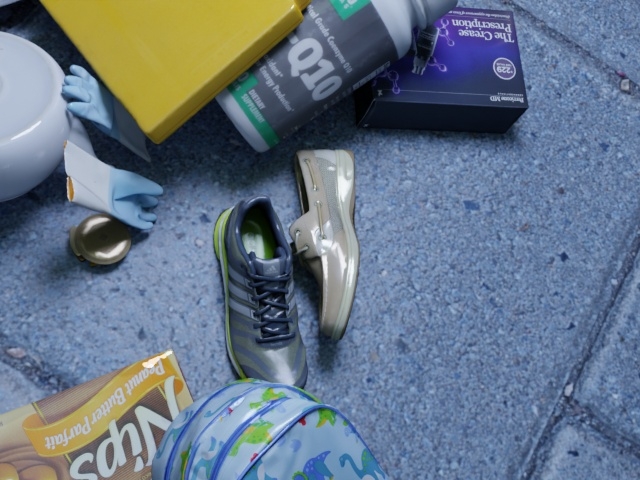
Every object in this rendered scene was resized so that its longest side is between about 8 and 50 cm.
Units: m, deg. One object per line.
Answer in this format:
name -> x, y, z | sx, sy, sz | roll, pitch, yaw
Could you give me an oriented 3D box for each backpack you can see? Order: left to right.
backpack -> -0.034, 0.326, 1.076 | 0.290, 0.273, 0.355 | -37, 92, -22

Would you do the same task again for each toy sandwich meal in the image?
toy sandwich meal -> -0.309, 0.001, 1.281 | 0.085, 0.029, 0.085 | 7, 66, -16

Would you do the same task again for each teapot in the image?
teapot -> -0.450, -0.140, 1.211 | 0.256, 0.187, 0.252 | 41, 58, 18

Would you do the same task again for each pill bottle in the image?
pill bottle -> 0.001, -0.305, 1.312 | 0.361, 0.204, 0.204 | -35, 81, 2

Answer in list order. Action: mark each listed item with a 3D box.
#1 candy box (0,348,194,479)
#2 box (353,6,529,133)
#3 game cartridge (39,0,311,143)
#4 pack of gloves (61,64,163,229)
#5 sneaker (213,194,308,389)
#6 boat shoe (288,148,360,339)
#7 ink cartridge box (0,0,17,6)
candy box -> -0.301, 0.282, 1.145 | 0.316, 0.087, 0.183 | -20, 77, -22
box -> 0.187, -0.278, 1.476 | 0.261, 0.103, 0.184 | 0, 73, -15
game cartridge -> -0.205, -0.328, 1.249 | 0.285, 0.052, 0.323 | -40, 66, 0
pack of gloves -> -0.268, -0.124, 1.235 | 0.046, 0.232, 0.195 | -11, 77, 15
sneaker -> -0.081, 0.074, 1.262 | 0.111, 0.121, 0.300 | -11, 74, -18
boat shoe -> 0.000, 0.000, 1.323 | 0.098, 0.109, 0.302 | 4, 64, -8
ink cartridge box -> -0.462, -0.488, 1.347 | 0.309, 0.130, 0.272 | -26, 57, -22
